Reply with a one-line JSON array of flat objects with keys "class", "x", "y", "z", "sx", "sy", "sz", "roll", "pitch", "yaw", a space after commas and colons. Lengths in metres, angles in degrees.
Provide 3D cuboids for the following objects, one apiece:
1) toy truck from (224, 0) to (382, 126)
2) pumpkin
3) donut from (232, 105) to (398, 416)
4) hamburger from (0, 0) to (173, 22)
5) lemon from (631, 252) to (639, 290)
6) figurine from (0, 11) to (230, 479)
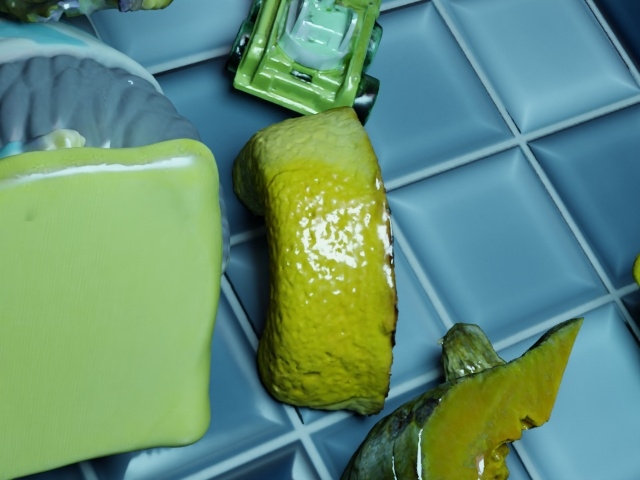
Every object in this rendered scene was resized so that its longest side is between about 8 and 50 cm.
[{"class": "toy truck", "x": 0.016, "y": -0.232, "z": 1.227, "sx": 0.128, "sy": 0.135, "sz": 0.259, "roll": 21, "pitch": 50, "yaw": -9}, {"class": "pumpkin", "x": 0.096, "y": 0.151, "z": 1.066, "sx": 0.126, "sy": 0.131, "sz": 0.248, "roll": 26, "pitch": 55, "yaw": -7}, {"class": "donut", "x": 0.000, "y": -0.006, "z": 1.096, "sx": 0.101, "sy": 0.152, "sz": 0.259, "roll": -1, "pitch": 62, "yaw": -14}, {"class": "hamburger", "x": -0.192, "y": -0.298, "z": 0.980, "sx": 0.318, "sy": 0.276, "sz": 0.195, "roll": 30, "pitch": 46, "yaw": 34}, {"class": "lemon", "x": 0.383, "y": 0.057, "z": 1.173, "sx": 0.253, "sy": 0.228, "sz": 0.228, "roll": 35, "pitch": 57, "yaw": 0}, {"class": "figurine", "x": -0.267, "y": -0.034, "z": 0.988, "sx": 0.361, "sy": 0.266, "sz": 0.377, "roll": 6, "pitch": 26, "yaw": -29}]
